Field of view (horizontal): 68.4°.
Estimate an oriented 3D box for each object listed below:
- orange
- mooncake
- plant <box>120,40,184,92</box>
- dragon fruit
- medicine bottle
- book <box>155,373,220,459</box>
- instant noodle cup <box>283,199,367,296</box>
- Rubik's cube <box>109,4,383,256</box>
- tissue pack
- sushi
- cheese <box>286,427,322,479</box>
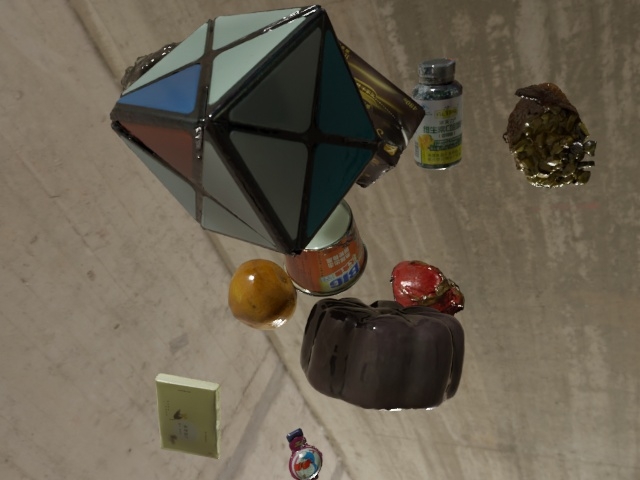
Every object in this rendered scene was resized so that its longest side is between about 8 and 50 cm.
[{"bbox_3d":[-0.128,0.119,1.009,0.159,0.136,0.159,49,-163,-21],"label":"orange"},{"bbox_3d":[0.115,0.197,0.882,0.306,0.306,0.154,7,-90,-60],"label":"mooncake"},{"bbox_3d":[-0.282,-0.287,0.972,0.215,0.312,0.213,-29,-69,-16],"label":"plant"},{"bbox_3d":[0.294,0.138,1.212,0.224,0.148,0.218,24,-133,-51],"label":"dragon fruit"},{"bbox_3d":[0.333,-0.359,1.344,0.141,0.141,0.293,-52,-40,-51],"label":"medicine bottle"},{"bbox_3d":[-0.159,0.214,0.568,0.014,0.077,0.111,-65,-19,-66],"label":"book"},{"bbox_3d":[0.000,0.000,1.475,0.214,0.296,0.296,76,-155,-53],"label":"instant noodle cup"},{"bbox_3d":[-0.099,-0.158,0.686,0.246,0.250,0.248,-54,-43,-22],"label":"Rubik's cube"},{"bbox_3d":[0.043,-0.327,1.172,0.370,0.198,0.210,35,-110,-9],"label":"tissue pack"},{"bbox_3d":[0.514,-0.227,1.073,0.179,0.167,0.296,-80,-19,-44],"label":"sushi"},{"bbox_3d":[-0.044,0.560,1.224,0.095,0.038,0.145,-23,-87,-18],"label":"cheese"}]
